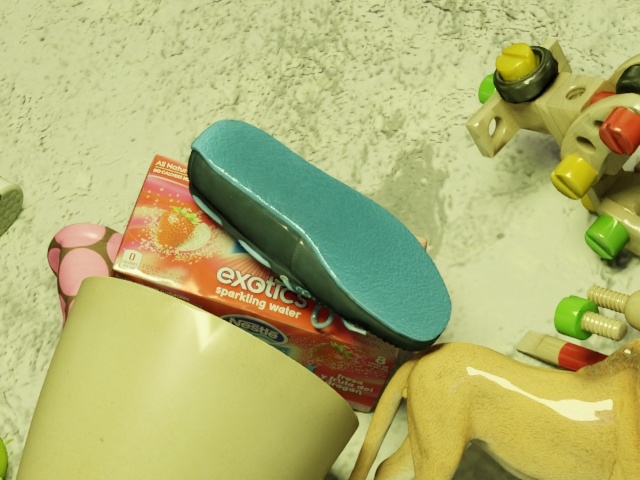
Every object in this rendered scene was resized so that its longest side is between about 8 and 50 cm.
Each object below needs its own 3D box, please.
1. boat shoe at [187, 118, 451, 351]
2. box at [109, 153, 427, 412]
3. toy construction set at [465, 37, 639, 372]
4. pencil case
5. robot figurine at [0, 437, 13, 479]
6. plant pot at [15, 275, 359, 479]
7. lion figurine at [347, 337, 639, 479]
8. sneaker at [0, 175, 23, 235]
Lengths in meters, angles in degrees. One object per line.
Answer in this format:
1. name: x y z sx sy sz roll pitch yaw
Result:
1. boat shoe: 0.000 0.000 1.501 0.258 0.089 0.109 44 54 12
2. box: -0.050 0.038 1.588 0.257 0.122 0.128 18 59 -1
3. toy construction set: 0.237 -0.042 1.605 0.237 0.257 0.309 17 83 42
4. pencil case: -0.206 0.091 1.657 0.095 0.098 0.209 17 48 -30
5. robot figurine: -0.333 0.198 1.624 0.115 0.067 0.101 -1 66 11
6. plant pot: -0.141 0.211 1.445 0.256 0.256 0.274 20 72 24
7. lion figurine: 0.184 0.151 1.446 0.392 0.142 0.240 6 94 10
8. sneaker: -0.426 -0.013 1.768 0.163 0.086 0.226 34 59 18
